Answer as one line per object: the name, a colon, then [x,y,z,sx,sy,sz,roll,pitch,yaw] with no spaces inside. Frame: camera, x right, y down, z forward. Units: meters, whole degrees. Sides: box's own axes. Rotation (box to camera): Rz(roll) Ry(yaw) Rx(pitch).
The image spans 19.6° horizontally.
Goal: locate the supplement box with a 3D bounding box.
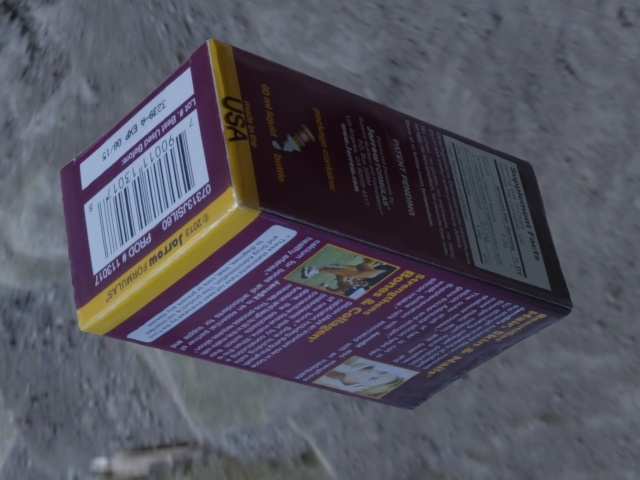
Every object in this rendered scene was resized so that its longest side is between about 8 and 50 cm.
supplement box: [0.000,0.000,0.770,0.188,0.081,0.104,17,139,-40]
